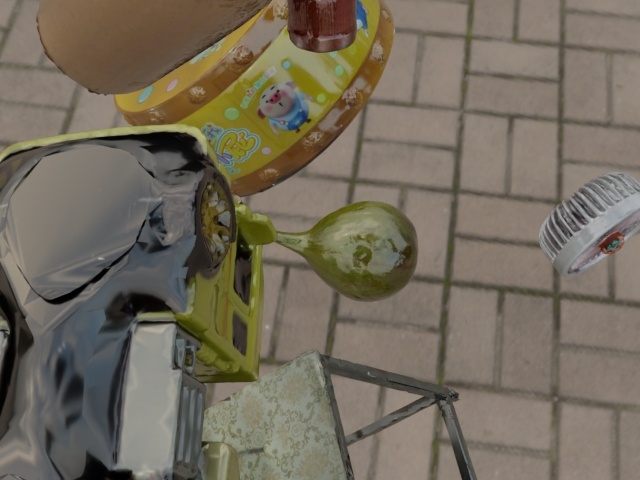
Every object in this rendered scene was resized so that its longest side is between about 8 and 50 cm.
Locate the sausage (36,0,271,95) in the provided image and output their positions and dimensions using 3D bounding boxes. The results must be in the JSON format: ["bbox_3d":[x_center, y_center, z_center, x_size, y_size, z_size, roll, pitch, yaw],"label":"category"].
[{"bbox_3d":[-0.116,-0.194,0.684,0.123,0.253,0.123,5,81,-34],"label":"sausage"}]

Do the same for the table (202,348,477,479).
[{"bbox_3d":[0.039,0.332,0.988,0.222,0.272,0.334,-32,55,28],"label":"table"}]

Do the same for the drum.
[{"bbox_3d":[-0.107,-0.294,1.425,0.431,0.214,0.431,-31,37,28],"label":"drum"}]

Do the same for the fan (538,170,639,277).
[{"bbox_3d":[0.348,-0.027,1.059,0.244,0.130,0.074,-14,60,-43],"label":"fan"}]

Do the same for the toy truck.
[{"bbox_3d":[-0.130,0.142,0.584,0.181,0.254,0.405,-3,67,13],"label":"toy truck"}]

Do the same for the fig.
[{"bbox_3d":[0.000,0.000,1.074,0.236,0.124,0.124,13,61,-10],"label":"fig"}]

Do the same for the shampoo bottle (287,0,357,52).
[{"bbox_3d":[-0.002,-0.279,0.724,0.102,0.260,0.064,-29,46,-31],"label":"shampoo bottle"}]
